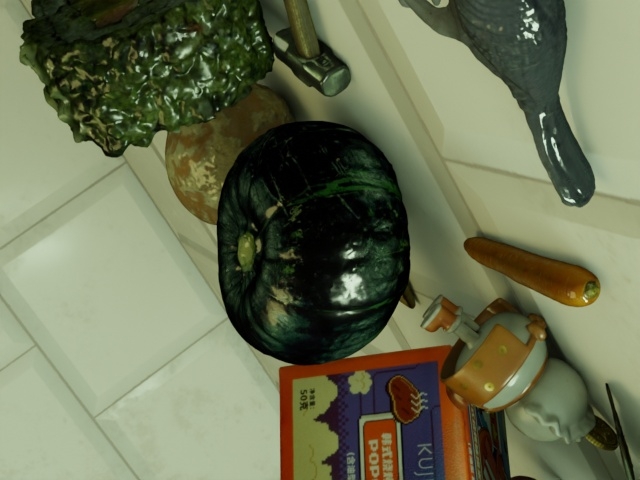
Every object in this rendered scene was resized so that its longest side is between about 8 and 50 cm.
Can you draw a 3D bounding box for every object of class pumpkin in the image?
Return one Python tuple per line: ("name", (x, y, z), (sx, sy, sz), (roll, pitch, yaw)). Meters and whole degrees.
("pumpkin", (0.000, 0.000, 1.436), (0.315, 0.239, 0.315), (176, 90, -69))

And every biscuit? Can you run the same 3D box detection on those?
("biscuit", (0.109, 0.058, 1.698), (0.081, 0.018, 0.083), (37, 158, 49))

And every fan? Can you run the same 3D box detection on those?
("fan", (0.345, 0.276, 1.232), (0.226, 0.008, 0.152), (-89, -21, -48))

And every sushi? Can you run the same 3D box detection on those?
("sushi", (-0.234, -0.261, 1.455), (0.352, 0.294, 0.178), (47, 165, 56))

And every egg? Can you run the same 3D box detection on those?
("egg", (-0.131, -0.123, 1.636), (0.203, 0.203, 0.245), (47, 142, 22))

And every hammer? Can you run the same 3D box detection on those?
("hammer", (-0.043, -0.320, 1.249), (0.111, 0.043, 0.365), (44, 161, 38))

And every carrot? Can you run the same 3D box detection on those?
("carrot", (0.222, 0.029, 1.221), (0.043, 0.043, 0.248), (59, 167, -22))

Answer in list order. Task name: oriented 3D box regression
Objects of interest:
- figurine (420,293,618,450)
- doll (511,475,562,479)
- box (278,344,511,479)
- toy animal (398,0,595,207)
("figurine", (0.241, 0.156, 1.326), (0.271, 0.143, 0.143), (23, 162, 4))
("doll", (0.320, 0.471, 1.681), (0.256, 0.196, 0.152), (53, 168, -27))
("box", (0.118, 0.356, 1.497), (0.318, 0.257, 0.348), (49, -144, -60))
("toy animal", (0.136, -0.179, 0.890), (0.206, 0.081, 0.367), (33, 158, 27))
